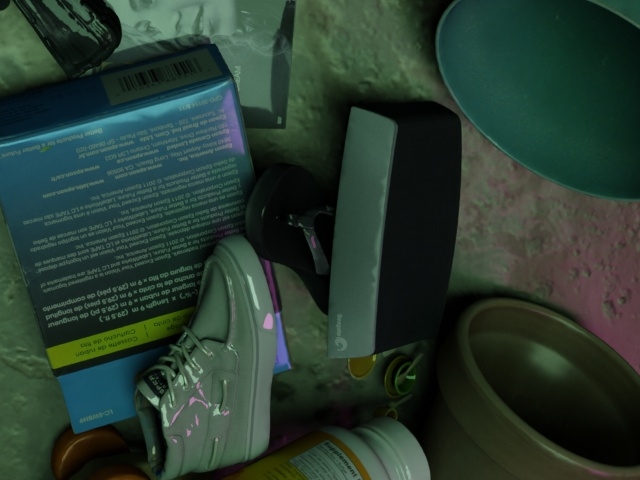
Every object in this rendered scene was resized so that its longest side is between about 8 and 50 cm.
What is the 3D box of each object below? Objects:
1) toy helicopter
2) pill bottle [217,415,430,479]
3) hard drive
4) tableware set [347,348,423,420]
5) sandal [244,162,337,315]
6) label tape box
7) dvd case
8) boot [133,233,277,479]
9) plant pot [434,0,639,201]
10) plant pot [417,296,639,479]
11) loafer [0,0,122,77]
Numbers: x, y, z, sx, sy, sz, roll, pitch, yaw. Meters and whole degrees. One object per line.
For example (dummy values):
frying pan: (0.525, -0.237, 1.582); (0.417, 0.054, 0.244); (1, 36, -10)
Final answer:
toy helicopter: (-0.130, 0.330, 1.667); (0.355, 0.140, 0.235); (5, 105, -25)
pill bottle: (-0.010, 0.272, 1.584); (0.246, 0.136, 0.136); (-24, 116, -34)
hard drive: (0.079, -0.010, 1.576); (0.172, 0.054, 0.254); (-9, 108, -54)
tableware set: (0.070, 0.127, 1.670); (0.104, 0.024, 0.154); (-27, 121, -42)
sandal: (0.000, -0.001, 1.554); (0.254, 0.054, 0.097); (45, 61, -56)
label tape box: (-0.178, 0.000, 1.539); (0.241, 0.106, 0.333); (-16, 121, -9)
dvd case: (-0.136, -0.192, 1.533); (0.221, 0.018, 0.164); (0, 109, -14)
boot: (-0.116, 0.122, 1.496); (0.123, 0.095, 0.258); (-16, 123, -26)
plant pot: (0.285, -0.206, 1.524); (0.290, 0.290, 0.195); (47, 60, -24)
plant pot: (0.204, 0.226, 1.674); (0.263, 0.263, 0.229); (20, 123, -20)
loafer: (-0.281, -0.244, 1.442); (0.078, 0.076, 0.223); (-38, 107, 16)
